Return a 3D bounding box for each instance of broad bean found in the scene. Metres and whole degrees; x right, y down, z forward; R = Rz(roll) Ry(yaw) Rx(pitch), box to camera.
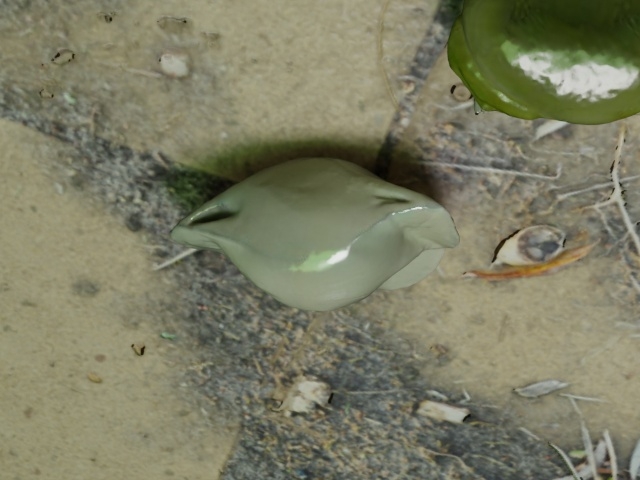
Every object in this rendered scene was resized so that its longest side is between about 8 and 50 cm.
[{"bbox_3d":[0.176,-0.142,0.880,0.174,0.082,0.125,3,97,14],"label":"broad bean"}]

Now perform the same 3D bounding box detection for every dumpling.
[{"bbox_3d":[0.000,0.000,1.020,0.228,0.124,0.151,4,163,14],"label":"dumpling"}]

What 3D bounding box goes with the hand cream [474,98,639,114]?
[{"bbox_3d":[0.183,-0.115,0.943,0.143,0.039,0.061,7,126,16],"label":"hand cream"}]
